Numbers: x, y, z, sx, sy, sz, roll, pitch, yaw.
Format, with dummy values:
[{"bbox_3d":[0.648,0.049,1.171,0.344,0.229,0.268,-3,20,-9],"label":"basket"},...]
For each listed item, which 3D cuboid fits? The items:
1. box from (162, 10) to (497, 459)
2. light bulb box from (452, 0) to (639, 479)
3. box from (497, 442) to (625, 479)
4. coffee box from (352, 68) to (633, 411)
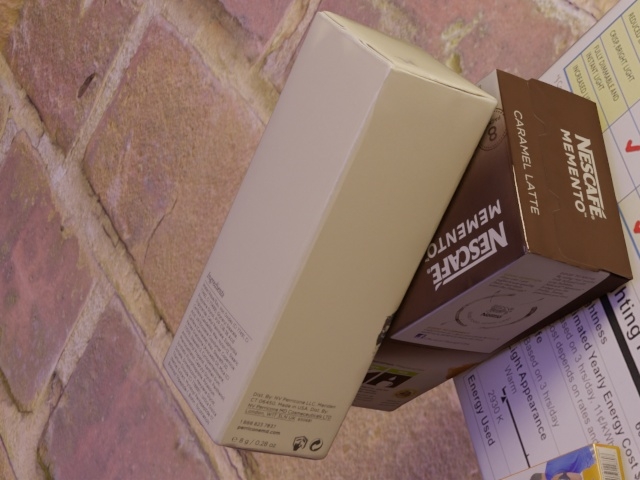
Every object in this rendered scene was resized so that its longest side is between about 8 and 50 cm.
[{"bbox_3d":[0.000,0.000,0.917,0.113,0.094,0.275,47,117,51],"label":"box"},{"bbox_3d":[0.283,0.033,0.964,0.361,0.225,0.358,-44,45,35],"label":"light bulb box"},{"bbox_3d":[0.139,0.188,0.887,0.136,0.028,0.081,-32,54,42],"label":"box"},{"bbox_3d":[0.084,0.009,0.966,0.246,0.098,0.141,-35,51,44],"label":"coffee box"}]
